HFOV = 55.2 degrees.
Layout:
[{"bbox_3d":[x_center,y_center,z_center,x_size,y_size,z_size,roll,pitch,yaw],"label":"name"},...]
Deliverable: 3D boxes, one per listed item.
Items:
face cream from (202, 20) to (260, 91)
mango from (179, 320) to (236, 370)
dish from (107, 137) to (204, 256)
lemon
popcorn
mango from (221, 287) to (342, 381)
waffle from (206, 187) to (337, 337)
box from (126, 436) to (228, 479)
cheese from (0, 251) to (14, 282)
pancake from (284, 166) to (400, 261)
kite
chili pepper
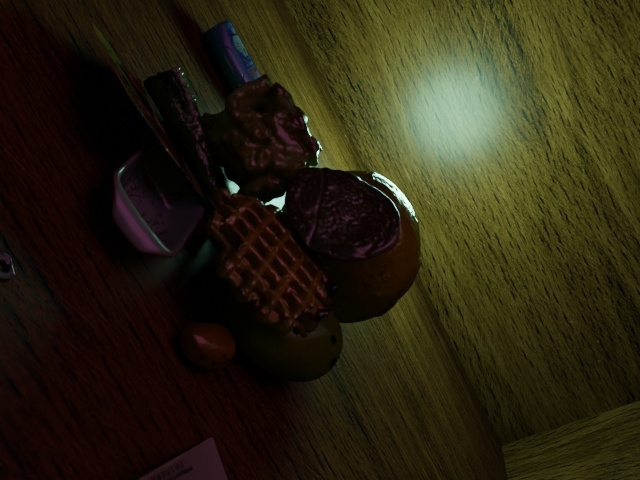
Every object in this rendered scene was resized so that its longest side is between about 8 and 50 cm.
[{"bbox_3d":[-0.221,-0.462,1.678,0.264,0.083,0.149,61,20,-17],"label":"face cream"},{"bbox_3d":[-0.176,0.162,0.956,0.114,0.057,0.079,36,40,-54],"label":"mango"},{"bbox_3d":[-0.271,-0.054,0.955,0.154,0.064,0.234,59,16,-20],"label":"dish"},{"bbox_3d":[0.067,0.021,1.427,0.350,0.349,0.387,-76,148,-65],"label":"lemon"},{"bbox_3d":[-0.132,-0.204,1.311,0.293,0.237,0.293,57,16,-26],"label":"popcorn"},{"bbox_3d":[-0.068,0.169,1.146,0.293,0.143,0.175,34,44,-44],"label":"mango"},{"bbox_3d":[-0.075,0.042,1.080,0.307,0.060,0.312,30,33,-37],"label":"waffle"},{"bbox_3d":[-0.182,0.363,0.638,0.214,0.069,0.353,68,18,9],"label":"box"},{"bbox_3d":[-0.366,0.015,0.580,0.092,0.047,0.171,67,16,-5],"label":"cheese"},{"bbox_3d":[0.045,-0.056,1.208,0.250,0.031,0.250,13,45,-13],"label":"pancake"},{"bbox_3d":[-0.284,-0.205,1.029,0.378,0.013,0.327,59,-5,-6],"label":"kite"},{"bbox_3d":[-0.234,-0.170,1.204,0.359,0.085,0.076,63,-11,0],"label":"chili pepper"}]
